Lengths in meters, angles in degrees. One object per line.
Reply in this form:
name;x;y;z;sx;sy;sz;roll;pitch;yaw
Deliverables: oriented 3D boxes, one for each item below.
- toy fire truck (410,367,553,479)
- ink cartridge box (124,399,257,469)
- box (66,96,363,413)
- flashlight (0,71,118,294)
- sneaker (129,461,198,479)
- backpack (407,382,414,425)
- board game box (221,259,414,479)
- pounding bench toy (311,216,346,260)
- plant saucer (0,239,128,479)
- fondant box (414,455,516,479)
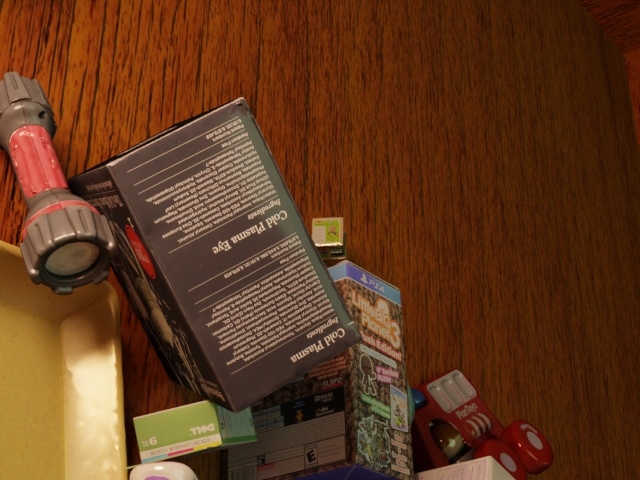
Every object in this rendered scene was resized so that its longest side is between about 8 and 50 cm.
toy fire truck;0.244;0.356;2.034;0.254;0.169;0.302;51;28;16
ink cartridge box;-0.163;0.238;1.450;0.209;0.109;0.062;25;51;-75
box;-0.143;0.017;1.424;0.179;0.343;0.312;-30;99;-17
flashlight;-0.324;-0.078;1.351;0.103;0.103;0.304;30;26;-50
sneaker;-0.177;0.371;1.371;0.104;0.095;0.236;-88;170;-49
backpack;0.063;0.252;1.814;0.188;0.144;0.165;-1;68;-59
board game box;-0.009;0.210;1.643;0.141;0.232;0.291;30;50;-47
pounding bench toy;0.000;0.000;1.946;0.065;0.083;0.052;76;13;-63
plant saucer;-0.345;0.175;1.273;0.333;0.081;0.332;30;49;-58
fondant box;0.162;0.439;1.676;0.238;0.330;0.096;45;38;-33
